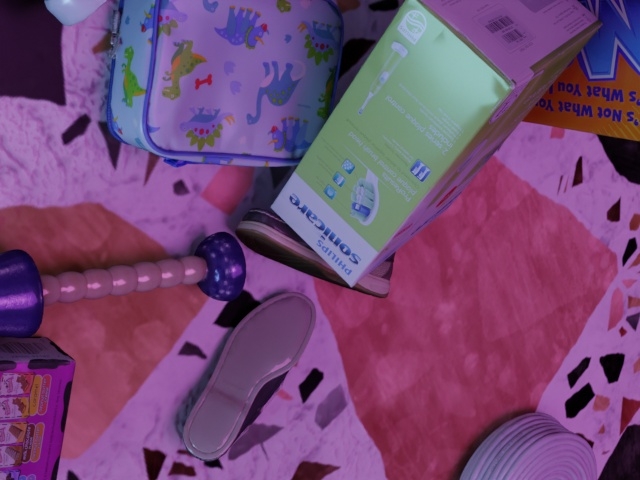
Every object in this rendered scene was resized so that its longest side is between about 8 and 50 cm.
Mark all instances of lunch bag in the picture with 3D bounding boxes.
[{"bbox_3d":[-0.088,-0.156,0.916,0.219,0.090,0.176,-1,104,-40],"label":"lunch bag"}]

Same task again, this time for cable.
[{"bbox_3d":[0.287,0.372,1.385,0.257,0.089,0.257,14,94,-41],"label":"cable"}]

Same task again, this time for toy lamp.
[{"bbox_3d":[-0.200,0.039,0.895,0.274,0.080,0.080,-5,106,-40],"label":"toy lamp"}]

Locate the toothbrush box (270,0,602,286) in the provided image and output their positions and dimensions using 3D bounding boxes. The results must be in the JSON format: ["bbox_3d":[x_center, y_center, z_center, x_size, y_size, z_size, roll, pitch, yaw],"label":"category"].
[{"bbox_3d":[0.106,-0.117,0.939,0.206,0.122,0.283,-36,168,-47],"label":"toothbrush box"}]

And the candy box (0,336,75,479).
[{"bbox_3d":[-0.337,0.165,0.822,0.233,0.071,0.159,4,102,-40],"label":"candy box"}]

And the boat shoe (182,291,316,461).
[{"bbox_3d":[-0.077,0.144,1.052,0.206,0.075,0.065,-55,173,-19],"label":"boat shoe"}]

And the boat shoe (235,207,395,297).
[{"bbox_3d":[0.001,0.000,1.051,0.223,0.080,0.074,26,78,-43],"label":"boat shoe"}]

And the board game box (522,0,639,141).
[{"bbox_3d":[0.332,-0.352,1.023,0.356,0.356,0.356,-35,122,-26],"label":"board game box"}]

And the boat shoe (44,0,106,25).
[{"bbox_3d":[-0.154,-0.320,0.799,0.105,0.113,0.306,38,76,-33],"label":"boat shoe"}]
